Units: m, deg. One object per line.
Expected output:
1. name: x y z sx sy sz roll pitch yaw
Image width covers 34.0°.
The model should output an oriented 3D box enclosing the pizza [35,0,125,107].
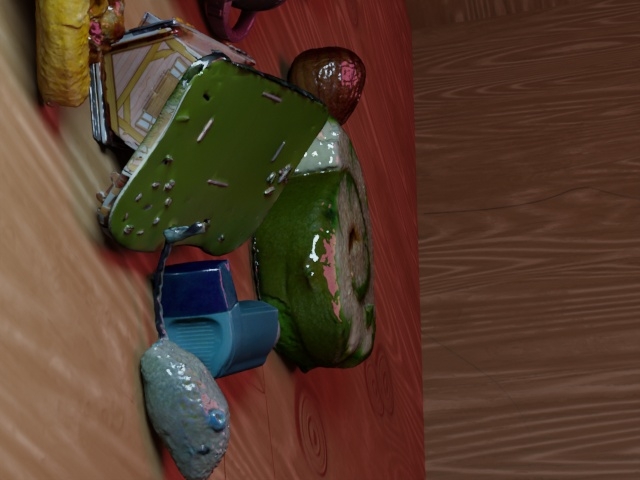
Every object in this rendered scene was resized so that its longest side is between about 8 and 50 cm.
1. pizza: -0.193 -0.207 0.880 0.194 0.069 0.154 -87 -177 -53

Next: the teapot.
1. teapot: -0.112 -0.345 1.371 0.116 0.148 0.146 48 26 4

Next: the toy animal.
1. toy animal: -0.136 0.109 1.012 0.070 0.079 0.253 -151 -126 -78

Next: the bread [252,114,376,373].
1. bread: 0.000 0.000 1.571 0.366 0.129 0.382 -59 140 -70

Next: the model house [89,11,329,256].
1. model house: -0.144 -0.111 1.045 0.207 0.154 0.294 -55 161 10

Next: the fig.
1. fig: 0.007 -0.222 1.757 0.146 0.133 0.201 33 60 -62

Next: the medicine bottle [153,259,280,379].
1. medicine bottle: -0.105 0.089 1.160 0.258 0.079 0.124 20 63 -77
